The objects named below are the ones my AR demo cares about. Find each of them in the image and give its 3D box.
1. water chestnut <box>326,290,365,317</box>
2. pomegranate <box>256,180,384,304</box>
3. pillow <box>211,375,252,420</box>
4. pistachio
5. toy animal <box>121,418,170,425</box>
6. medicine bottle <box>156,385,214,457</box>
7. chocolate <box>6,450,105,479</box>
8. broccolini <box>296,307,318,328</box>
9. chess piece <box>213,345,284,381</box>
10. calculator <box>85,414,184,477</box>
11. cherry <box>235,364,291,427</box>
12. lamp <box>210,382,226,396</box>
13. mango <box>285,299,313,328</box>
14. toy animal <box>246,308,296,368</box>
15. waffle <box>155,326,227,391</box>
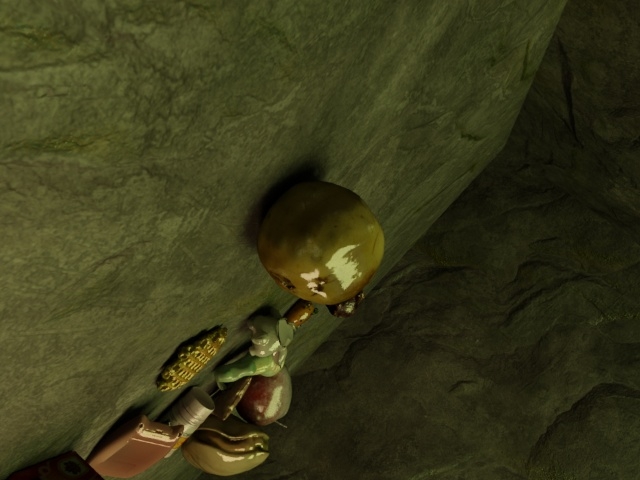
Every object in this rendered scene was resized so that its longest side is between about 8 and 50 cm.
[{"bbox_3d":[0.091,0.267,2.094,0.238,0.224,0.224,3,140,-20],"label":"water chestnut"},{"bbox_3d":[0.000,0.000,1.108,0.332,0.332,0.332,-42,163,-16],"label":"pomegranate"},{"bbox_3d":[-0.416,0.705,1.939,0.223,0.084,0.236,-51,-164,-30],"label":"pillow"},{"bbox_3d":[-0.457,0.949,2.012,0.365,0.445,0.282,67,27,-56],"label":"pistachio"},{"bbox_3d":[-0.588,0.672,1.475,0.137,0.082,0.270,-6,136,-15],"label":"toy animal"},{"bbox_3d":[-0.543,0.703,1.657,0.250,0.133,0.133,-45,163,-5],"label":"medicine bottle"},{"bbox_3d":[-0.681,0.686,1.113,0.108,0.237,0.235,-57,162,-1],"label":"chocolate"},{"bbox_3d":[-0.072,0.422,2.297,0.071,0.058,0.254,-6,-177,32],"label":"broccolini"},{"bbox_3d":[-0.298,0.525,1.801,0.176,0.176,0.298,-54,157,23],"label":"chess piece"},{"bbox_3d":[-0.617,0.695,1.400,0.329,0.048,0.220,-42,129,16],"label":"calculator"},{"bbox_3d":[-0.274,0.758,2.169,0.326,0.291,0.335,34,75,-71],"label":"cherry"},{"bbox_3d":[-0.504,0.692,1.919,0.198,0.056,0.050,-40,167,16],"label":"lamp"},{"bbox_3d":[-0.107,0.351,1.991,0.178,0.090,0.115,-40,171,6],"label":"mango"},{"bbox_3d":[-0.189,0.388,1.696,0.154,0.209,0.325,-7,144,14],"label":"toy animal"},{"bbox_3d":[-0.413,0.387,1.390,0.254,0.052,0.245,-54,163,22],"label":"waffle"}]
